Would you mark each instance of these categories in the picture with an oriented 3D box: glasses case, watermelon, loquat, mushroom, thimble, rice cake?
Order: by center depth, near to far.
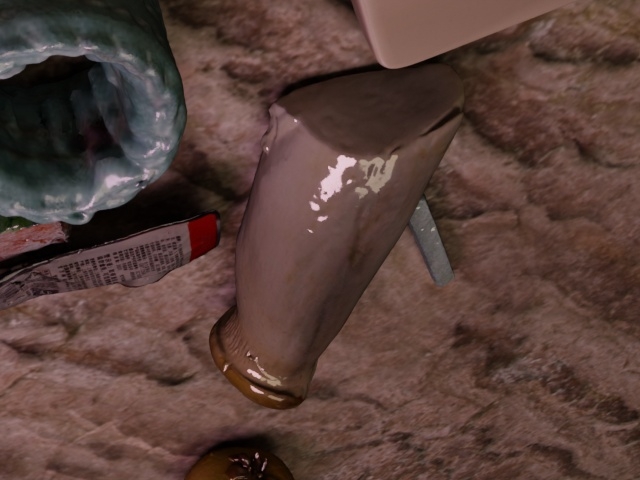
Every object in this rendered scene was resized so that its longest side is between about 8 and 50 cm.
[{"bbox_3d":[-0.209,-0.127,1.031,0.198,0.143,0.235,-20,143,-2],"label":"thimble"},{"bbox_3d":[0.182,-0.259,1.106,0.336,0.076,0.144,-21,145,0],"label":"glasses case"},{"bbox_3d":[-0.282,-0.012,1.220,0.187,0.071,0.139,-24,164,26],"label":"watermelon"},{"bbox_3d":[-0.006,-0.001,1.311,0.154,0.137,0.407,-9,138,-38],"label":"mushroom"},{"bbox_3d":[0.113,-0.005,1.444,0.029,0.033,0.171,-27,144,2],"label":"rice cake"},{"bbox_3d":[-0.101,0.323,1.684,0.163,0.137,0.163,1,135,1],"label":"loquat"}]

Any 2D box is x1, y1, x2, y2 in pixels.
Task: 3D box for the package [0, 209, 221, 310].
[{"bbox_3d":[-0.209,0.029,1.290,0.239,0.030,0.154,-15,170,-9],"label":"package"}]
